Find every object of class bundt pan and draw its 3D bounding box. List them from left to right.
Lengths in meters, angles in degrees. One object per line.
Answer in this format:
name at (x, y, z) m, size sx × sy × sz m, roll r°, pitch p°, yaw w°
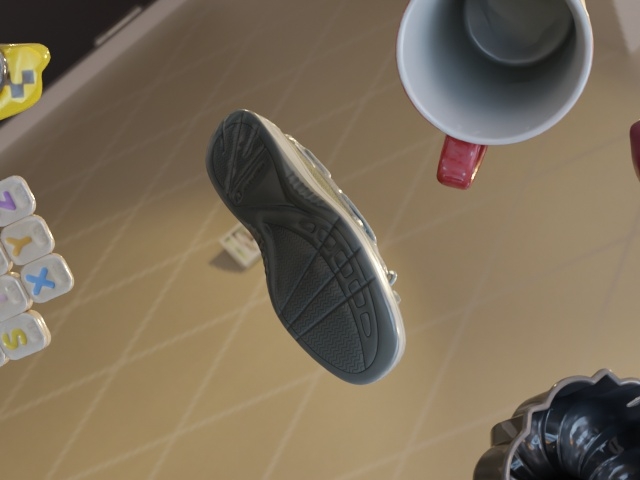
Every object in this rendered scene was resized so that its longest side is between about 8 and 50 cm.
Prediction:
bundt pan at (0.307, 0.320, 1.262) m, size 0.331 × 0.331 × 0.124 m, roll 50°, pitch -29°, yaw -10°

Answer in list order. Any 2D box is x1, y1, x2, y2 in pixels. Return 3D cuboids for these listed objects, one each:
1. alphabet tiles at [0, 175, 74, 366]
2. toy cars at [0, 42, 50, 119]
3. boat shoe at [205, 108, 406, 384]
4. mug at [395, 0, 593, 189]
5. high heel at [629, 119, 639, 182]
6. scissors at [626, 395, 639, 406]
alphabet tiles at (-0.478, 0.038, 1.450) m, size 0.284 × 0.278 × 0.021 m, roll 66°, pitch 18°, yaw -8°
toy cars at (-0.250, -0.036, 0.447) m, size 0.393 × 0.176 × 0.087 m, roll -54°, pitch 142°, yaw -76°
boat shoe at (-0.002, 0.001, 1.057) m, size 0.103 × 0.118 × 0.320 m, roll 9°, pitch 38°, yaw -50°
mug at (0.109, -0.127, 0.706) m, size 0.113 × 0.150 × 0.169 m, roll 44°, pitch 26°, yaw -4°
high heel at (0.421, -0.151, 0.903) m, size 0.127 × 0.377 × 0.181 m, roll 23°, pitch 35°, yaw -40°
scissors at (0.468, 0.105, 1.172) m, size 0.109 × 0.297 × 0.021 m, roll 102°, pitch -35°, yaw -61°
